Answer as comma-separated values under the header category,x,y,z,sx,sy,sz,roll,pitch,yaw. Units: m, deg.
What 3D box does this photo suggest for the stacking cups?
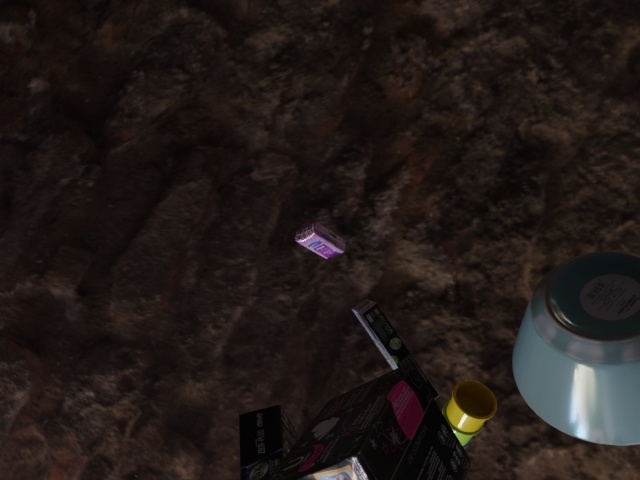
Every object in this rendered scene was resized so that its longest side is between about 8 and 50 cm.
category,x,y,z,sx,sy,sz,roll,pitch,yaw
stacking cups,0.274,0.428,1.621,0.096,0.096,0.316,-14,-40,-31

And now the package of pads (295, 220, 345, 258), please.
category,x,y,z,sx,sy,sz,roll,pitch,yaw
package of pads,0.000,0.000,1.377,0.083,0.050,0.032,32,-129,-36

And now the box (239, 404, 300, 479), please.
category,x,y,z,sx,sy,sz,roll,pitch,yaw
box,-0.073,0.395,1.304,0.077,0.147,0.180,-15,-46,8

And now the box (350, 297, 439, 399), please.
category,x,y,z,sx,sy,sz,roll,pitch,yaw
box,0.136,0.205,1.423,0.036,0.114,0.207,-35,-84,-6

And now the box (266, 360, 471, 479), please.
category,x,y,z,sx,sy,sz,roll,pitch,yaw
box,0.062,0.279,0.893,0.163,0.142,0.247,60,-155,-2

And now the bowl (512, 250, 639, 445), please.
category,x,y,z,sx,sy,sz,roll,pitch,yaw
bowl,0.439,0.134,1.162,0.311,0.311,0.163,-45,-46,-23
